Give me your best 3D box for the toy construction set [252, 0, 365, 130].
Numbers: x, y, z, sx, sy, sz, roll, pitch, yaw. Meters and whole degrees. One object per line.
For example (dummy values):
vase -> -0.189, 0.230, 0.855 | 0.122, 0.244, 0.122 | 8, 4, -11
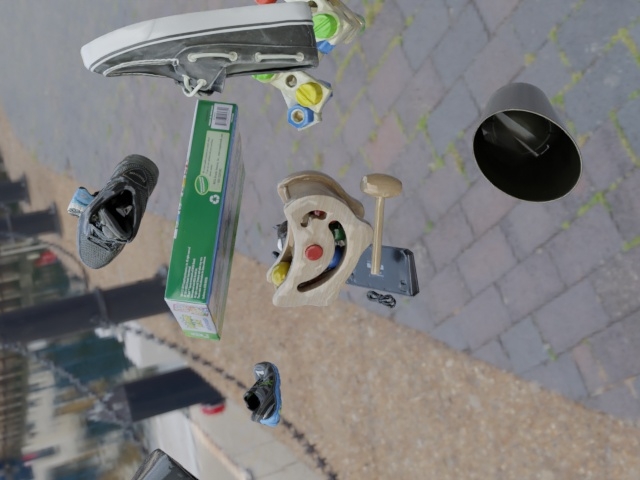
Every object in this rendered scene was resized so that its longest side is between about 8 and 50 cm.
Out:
toy construction set -> -0.079, -0.311, 1.142 | 0.328, 0.151, 0.215 | 38, 117, -5

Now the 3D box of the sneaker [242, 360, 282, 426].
sneaker -> -0.127, 0.321, 1.940 | 0.188, 0.078, 0.067 | -103, 25, -58

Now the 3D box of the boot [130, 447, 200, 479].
boot -> -0.269, 0.404, 0.893 | 0.146, 0.445, 0.367 | 48, 162, 2

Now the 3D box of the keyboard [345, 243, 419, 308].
keyboard -> 0.100, 0.058, 1.518 | 0.180, 0.023, 0.108 | 8, 107, 55

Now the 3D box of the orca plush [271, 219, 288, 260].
orca plush -> -0.013, -0.011, 1.773 | 0.287, 0.151, 0.102 | -101, 27, -69

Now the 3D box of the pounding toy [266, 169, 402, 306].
pounding toy -> 0.000, 0.000, 1.376 | 0.269, 0.154, 0.155 | -61, 26, 26

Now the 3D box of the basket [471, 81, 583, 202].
basket -> 0.367, -0.192, 1.647 | 0.154, 0.204, 0.227 | -53, 10, 26

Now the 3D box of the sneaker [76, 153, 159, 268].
sneaker -> -0.335, -0.020, 1.413 | 0.227, 0.087, 0.130 | -49, 15, 32

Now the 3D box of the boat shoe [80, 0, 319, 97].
boat shoe -> -0.109, -0.172, 0.846 | 0.078, 0.219, 0.070 | -177, 76, -83

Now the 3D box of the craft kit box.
craft kit box -> -0.140, -0.016, 1.155 | 0.246, 0.061, 0.249 | 90, -173, -74

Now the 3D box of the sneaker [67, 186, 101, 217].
sneaker -> -0.473, -0.071, 1.975 | 0.063, 0.162, 0.073 | -1, 71, 32
